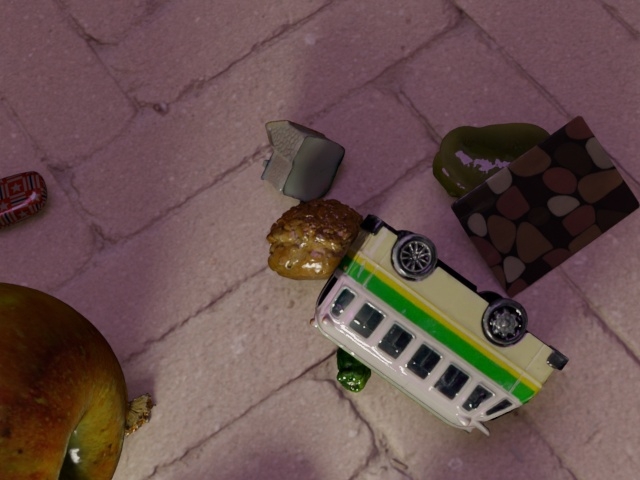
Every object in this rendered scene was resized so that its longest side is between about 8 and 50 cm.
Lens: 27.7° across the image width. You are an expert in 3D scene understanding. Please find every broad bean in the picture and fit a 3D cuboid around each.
[{"bbox_3d":[0.248,-0.113,1.856,0.174,0.082,0.125,-1,69,9],"label":"broad bean"}]

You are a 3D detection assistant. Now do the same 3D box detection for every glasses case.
[{"bbox_3d":[-0.508,-0.046,1.971,0.194,0.049,0.073,-16,63,1],"label":"glasses case"}]

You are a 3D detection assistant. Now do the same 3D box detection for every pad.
[{"bbox_3d":[0.315,-0.049,1.815,0.235,0.003,0.158,-34,91,-8],"label":"pad"}]

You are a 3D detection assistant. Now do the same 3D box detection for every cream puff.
[{"bbox_3d":[0.000,0.000,1.796,0.150,0.165,0.115,1,88,-23],"label":"cream puff"}]

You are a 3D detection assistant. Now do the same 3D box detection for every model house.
[{"bbox_3d":[-0.036,-0.120,1.917,0.100,0.087,0.101,37,107,48],"label":"model house"}]

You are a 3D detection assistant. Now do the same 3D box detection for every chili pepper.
[{"bbox_3d":[0.083,0.129,1.781,0.182,0.050,0.073,-43,57,-15],"label":"chili pepper"}]

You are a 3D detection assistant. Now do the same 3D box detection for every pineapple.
[{"bbox_3d":[-0.266,0.247,1.799,0.083,0.019,0.045,-27,56,-3],"label":"pineapple"}]

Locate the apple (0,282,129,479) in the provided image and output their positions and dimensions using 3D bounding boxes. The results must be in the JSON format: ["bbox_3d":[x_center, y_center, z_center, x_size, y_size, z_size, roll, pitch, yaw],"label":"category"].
[{"bbox_3d":[-0.443,0.236,1.647,0.374,0.374,0.384,15,61,17],"label":"apple"}]

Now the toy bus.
[{"bbox_3d":[0.147,0.116,1.671,0.305,0.143,0.179,36,90,-5],"label":"toy bus"}]
